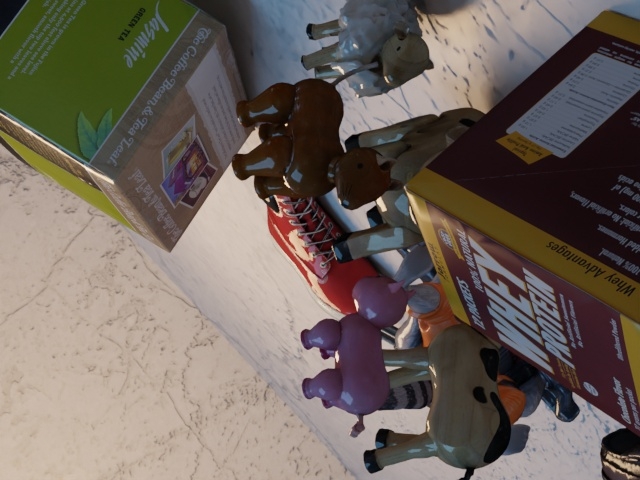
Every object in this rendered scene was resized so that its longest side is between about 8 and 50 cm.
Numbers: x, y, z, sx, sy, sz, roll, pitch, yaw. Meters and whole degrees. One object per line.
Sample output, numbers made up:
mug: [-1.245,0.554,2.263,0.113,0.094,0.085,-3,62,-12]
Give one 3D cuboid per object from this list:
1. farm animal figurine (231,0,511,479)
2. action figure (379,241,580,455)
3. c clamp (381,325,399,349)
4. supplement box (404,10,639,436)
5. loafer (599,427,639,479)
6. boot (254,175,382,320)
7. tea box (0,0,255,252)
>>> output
farm animal figurine: [0.088,-0.013,0.857,0.172,0.327,0.330,-12,119,23]
action figure: [0.112,0.094,1.159,0.341,0.178,0.330,50,-179,12]
c clamp: [0.082,0.130,1.555,0.160,0.022,0.137,31,168,-21]
supplement box: [0.196,-0.013,0.684,0.191,0.194,0.129,34,159,43]
loafer: [0.355,0.184,0.936,0.302,0.109,0.095,3,113,61]
boot: [0.000,0.000,1.453,0.244,0.088,0.176,43,162,31]
tea box: [-0.280,-0.184,1.336,0.323,0.220,0.329,32,169,9]
